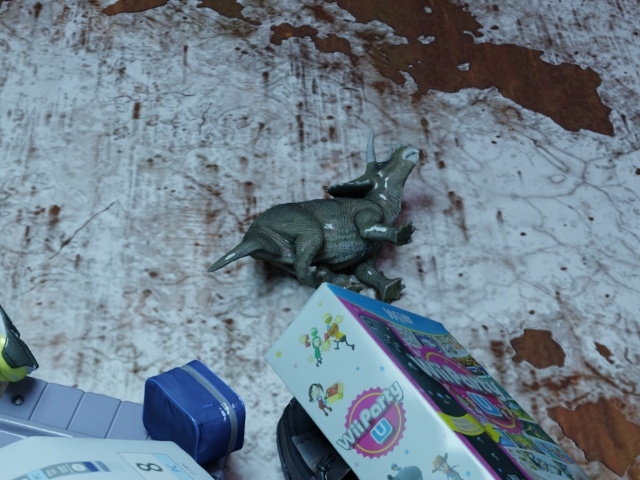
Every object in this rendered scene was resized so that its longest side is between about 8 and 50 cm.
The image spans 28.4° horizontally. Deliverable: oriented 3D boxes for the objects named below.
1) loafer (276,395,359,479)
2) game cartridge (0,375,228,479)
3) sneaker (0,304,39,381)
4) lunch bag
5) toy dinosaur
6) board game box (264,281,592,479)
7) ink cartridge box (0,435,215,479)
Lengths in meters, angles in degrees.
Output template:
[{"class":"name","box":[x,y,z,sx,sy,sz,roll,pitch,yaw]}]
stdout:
[{"class":"loafer","box":[0.052,0.237,1.143,0.109,0.095,0.302,-12,46,-23]},{"class":"game cartridge","box":[-0.221,0.275,1.082,0.230,0.068,0.355,10,41,7]},{"class":"sneaker","box":[-0.341,0.107,1.200,0.094,0.081,0.208,-37,23,-27]},{"class":"lunch bag","box":[-0.114,0.155,1.149,0.065,0.067,0.098,-18,42,-37]},{"class":"toy dinosaur","box":[0.000,0.000,1.409,0.314,0.121,0.160,-24,39,-26]},{"class":"board game box","box":[0.119,0.186,1.134,0.303,0.097,0.224,47,15,34]},{"class":"ink cartridge box","box":[-0.183,0.234,0.849,0.385,0.091,0.308,13,14,-43]}]
